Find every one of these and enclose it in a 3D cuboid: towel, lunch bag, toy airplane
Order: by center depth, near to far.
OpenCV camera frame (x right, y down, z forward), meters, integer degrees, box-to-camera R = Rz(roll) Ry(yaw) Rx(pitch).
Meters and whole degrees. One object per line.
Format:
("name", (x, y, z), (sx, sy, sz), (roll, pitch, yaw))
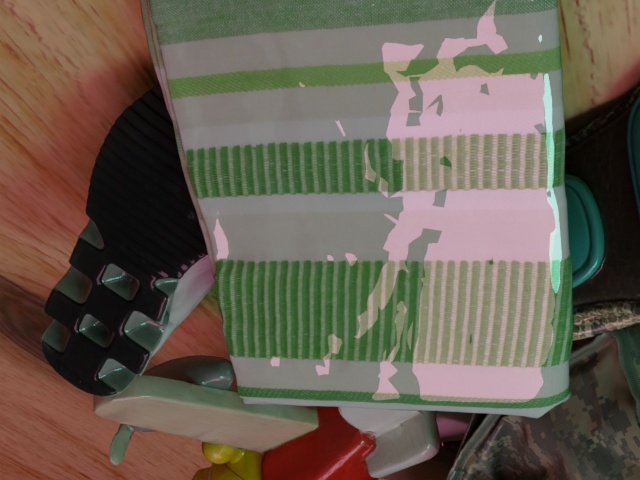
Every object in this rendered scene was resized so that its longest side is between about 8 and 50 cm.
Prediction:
("towel", (0.030, -0.029, 0.648), (0.248, 0.038, 0.324), (0, 119, 20))
("lunch bag", (0.264, 0.178, 0.910), (0.235, 0.168, 0.287), (-4, 153, -32))
("toy airplane", (-0.024, 0.209, 1.113), (0.385, 0.272, 0.386), (-18, 135, -10))

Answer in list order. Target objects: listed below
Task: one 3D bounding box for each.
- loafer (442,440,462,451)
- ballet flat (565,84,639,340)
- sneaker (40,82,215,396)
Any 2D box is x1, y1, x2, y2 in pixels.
("loafer", (0.225, 0.336, 1.408), (0.109, 0.095, 0.302), (-2, 151, 23))
("ballet flat", (0.235, -0.018, 0.688), (0.182, 0.164, 0.483), (-1, 166, -30))
("sneaker", (-0.106, -0.029, 0.808), (0.122, 0.146, 0.330), (40, 126, 0))
